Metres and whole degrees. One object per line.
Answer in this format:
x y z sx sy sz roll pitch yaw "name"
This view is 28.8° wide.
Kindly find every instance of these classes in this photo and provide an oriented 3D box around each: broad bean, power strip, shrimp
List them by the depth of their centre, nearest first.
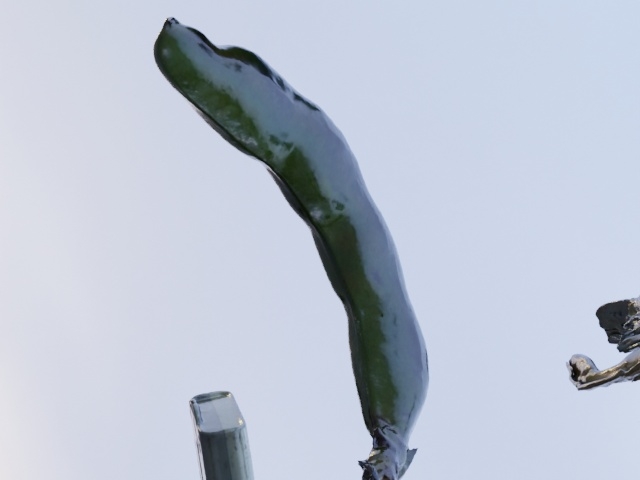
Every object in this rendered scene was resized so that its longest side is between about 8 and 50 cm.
0.000 0.000 0.725 0.049 0.144 0.292 -23 -87 26 "broad bean"
-0.057 0.240 0.901 0.092 0.034 0.268 -142 -136 -75 "power strip"
0.311 0.103 1.234 0.058 0.173 0.253 56 -16 -2 "shrimp"
